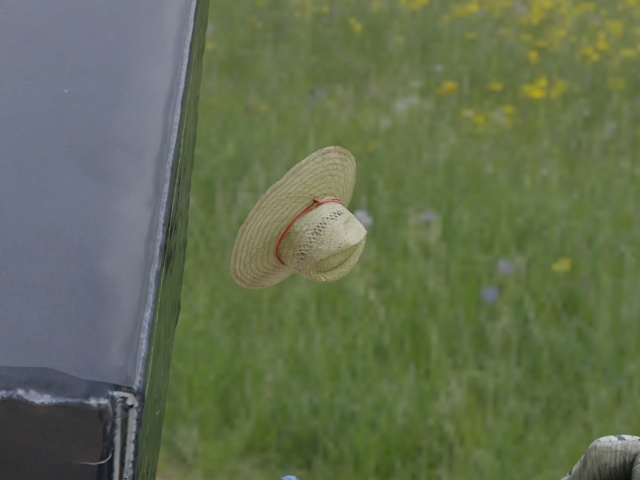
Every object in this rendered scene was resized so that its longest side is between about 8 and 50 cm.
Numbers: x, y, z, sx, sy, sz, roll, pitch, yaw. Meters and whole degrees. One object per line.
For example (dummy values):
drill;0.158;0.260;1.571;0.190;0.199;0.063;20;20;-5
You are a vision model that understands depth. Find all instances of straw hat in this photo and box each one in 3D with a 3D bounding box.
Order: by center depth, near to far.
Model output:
straw hat;0.000;0.000;1.430;0.061;0.144;0.144;37;30;27

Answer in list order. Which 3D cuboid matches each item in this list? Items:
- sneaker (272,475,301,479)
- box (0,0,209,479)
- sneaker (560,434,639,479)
sneaker;0.077;0.324;1.808;0.330;0.147;0.130;38;24;-26
box;-0.227;0.042;1.022;0.297;0.472;0.480;8;45;-5
sneaker;0.059;0.249;0.935;0.158;0.182;0.410;29;65;35
